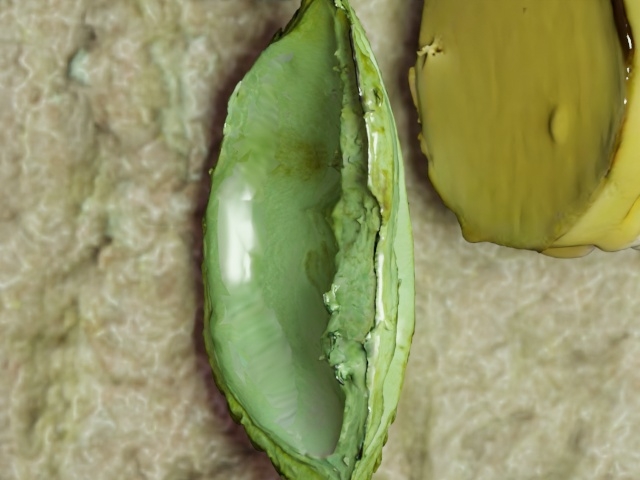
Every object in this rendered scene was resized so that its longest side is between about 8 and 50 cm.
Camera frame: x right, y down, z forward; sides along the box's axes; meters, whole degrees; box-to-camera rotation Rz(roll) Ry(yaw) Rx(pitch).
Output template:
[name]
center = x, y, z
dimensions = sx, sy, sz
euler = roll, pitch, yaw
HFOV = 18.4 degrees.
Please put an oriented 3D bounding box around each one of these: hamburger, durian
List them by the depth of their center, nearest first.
[hamburger]
center = 0.217, -0.121, 1.373
dimensions = 0.237, 0.276, 0.276
euler = -6, 97, -29
[durian]
center = -0.011, -0.001, 1.393
dimensions = 0.163, 0.198, 0.394
euler = 4, 103, 3
